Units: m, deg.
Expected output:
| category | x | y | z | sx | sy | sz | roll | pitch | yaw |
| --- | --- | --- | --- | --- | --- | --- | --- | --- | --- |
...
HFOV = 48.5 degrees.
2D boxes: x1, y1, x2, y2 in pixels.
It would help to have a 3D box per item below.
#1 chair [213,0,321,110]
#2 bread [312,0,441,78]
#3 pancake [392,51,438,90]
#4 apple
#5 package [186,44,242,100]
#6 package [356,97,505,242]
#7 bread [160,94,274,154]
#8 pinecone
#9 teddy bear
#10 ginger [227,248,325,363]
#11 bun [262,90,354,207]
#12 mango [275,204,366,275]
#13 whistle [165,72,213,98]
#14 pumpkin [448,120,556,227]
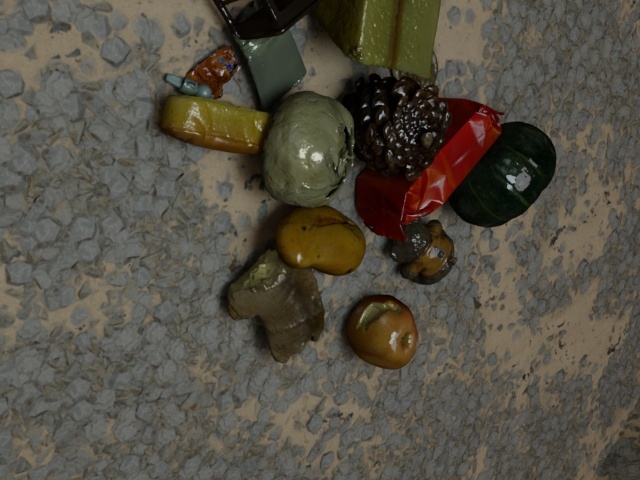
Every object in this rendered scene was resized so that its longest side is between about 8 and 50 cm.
| category | x | y | z | sx | sy | sz | roll | pitch | yaw |
| --- | --- | --- | --- | --- | --- | --- | --- | --- | --- |
| chair | -0.086 | -0.424 | 1.389 | 0.160 | 0.186 | 0.319 | -50 | 126 | -32 |
| bread | 0.171 | -0.560 | 1.444 | 0.233 | 0.245 | 0.362 | 0 | 133 | -38 |
| pancake | 0.233 | -0.416 | 1.740 | 0.151 | 0.025 | 0.152 | -12 | 109 | -37 |
| apple | 0.157 | 0.232 | 1.769 | 0.199 | 0.199 | 0.199 | -12 | 110 | -35 |
| package | -0.205 | -0.333 | 1.417 | 0.110 | 0.033 | 0.077 | -45 | 135 | -14 |
| package | 0.252 | -0.189 | 1.711 | 0.424 | 0.196 | 0.123 | -48 | 124 | -16 |
| bread | -0.201 | -0.224 | 1.412 | 0.245 | 0.102 | 0.095 | 5 | 94 | -41 |
| pinecone | 0.162 | -0.255 | 1.573 | 0.224 | 0.272 | 0.224 | -13 | 115 | -30 |
| teddy bear | 0.261 | 0.022 | 1.826 | 0.190 | 0.140 | 0.177 | 28 | 88 | -31 |
| ginger | -0.097 | 0.145 | 1.582 | 0.221 | 0.130 | 0.276 | -15 | 111 | -28 |
| bun | -0.008 | -0.185 | 1.480 | 0.259 | 0.152 | 0.260 | -52 | 151 | -45 |
| mango | 0.005 | -0.004 | 1.569 | 0.120 | 0.177 | 0.294 | -40 | 161 | 20 |
| whistle | -0.253 | -0.298 | 1.382 | 0.100 | 0.035 | 0.035 | 20 | 90 | -25 |
| pumpkin | 0.450 | -0.170 | 1.815 | 0.207 | 0.300 | 0.300 | 39 | 76 | -9 |
